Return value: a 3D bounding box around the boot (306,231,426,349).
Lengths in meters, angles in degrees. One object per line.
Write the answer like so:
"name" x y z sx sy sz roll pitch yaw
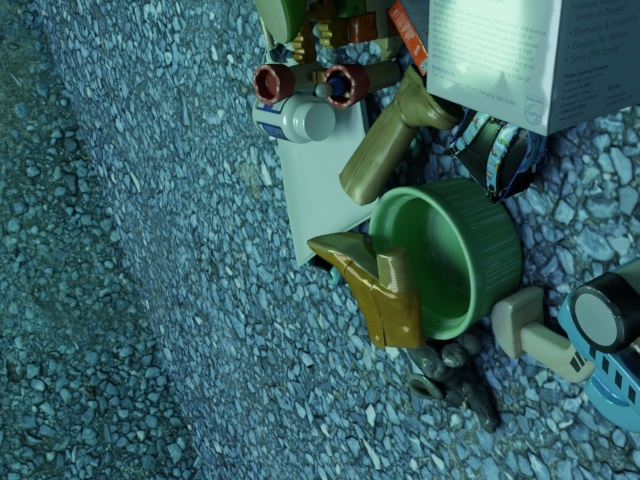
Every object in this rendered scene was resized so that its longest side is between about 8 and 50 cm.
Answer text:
"boot" 0.085 0.102 1.753 0.295 0.104 0.211 15 120 50

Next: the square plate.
"square plate" 0.022 -0.158 1.955 0.347 0.049 0.343 -36 58 52

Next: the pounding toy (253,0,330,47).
"pounding toy" -0.056 -0.446 1.551 0.182 0.110 0.237 68 169 -11

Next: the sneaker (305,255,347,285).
"sneaker" 0.000 0.000 2.112 0.283 0.122 0.110 46 143 36

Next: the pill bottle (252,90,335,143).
"pill bottle" -0.056 -0.271 1.933 0.187 0.112 0.111 23 126 50

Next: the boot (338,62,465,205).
"boot" 0.146 -0.173 1.658 0.269 0.089 0.236 -57 21 21

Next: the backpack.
"backpack" 0.314 -0.176 1.499 0.158 0.117 0.173 53 147 28

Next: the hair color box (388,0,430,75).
"hair color box" 0.191 -0.378 1.625 0.141 0.072 0.043 64 149 12

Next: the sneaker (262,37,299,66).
"sneaker" -0.084 -0.475 2.015 0.235 0.094 0.152 71 -156 -75

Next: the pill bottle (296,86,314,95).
"pill bottle" -0.057 -0.329 2.065 0.067 0.067 0.120 63 149 12

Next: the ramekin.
"ramekin" 0.243 0.025 1.702 0.303 0.148 0.303 36 136 44

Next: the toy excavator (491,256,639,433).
"toy excavator" 0.460 0.170 1.404 0.433 0.222 0.445 53 155 30

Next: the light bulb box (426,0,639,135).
"light bulb box" 0.336 -0.366 1.109 0.225 0.358 0.360 31 132 45

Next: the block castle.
"block castle" -0.023 -0.489 1.716 0.303 0.213 0.452 13 116 44

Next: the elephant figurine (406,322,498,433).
"elephant figurine" 0.261 0.278 1.839 0.186 0.170 0.239 -100 -3 -49
